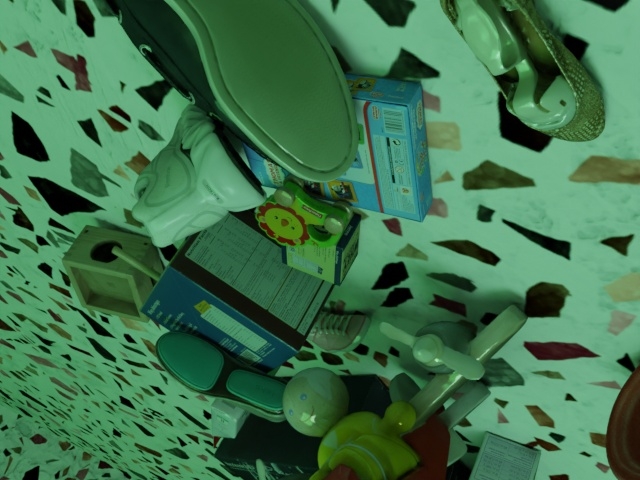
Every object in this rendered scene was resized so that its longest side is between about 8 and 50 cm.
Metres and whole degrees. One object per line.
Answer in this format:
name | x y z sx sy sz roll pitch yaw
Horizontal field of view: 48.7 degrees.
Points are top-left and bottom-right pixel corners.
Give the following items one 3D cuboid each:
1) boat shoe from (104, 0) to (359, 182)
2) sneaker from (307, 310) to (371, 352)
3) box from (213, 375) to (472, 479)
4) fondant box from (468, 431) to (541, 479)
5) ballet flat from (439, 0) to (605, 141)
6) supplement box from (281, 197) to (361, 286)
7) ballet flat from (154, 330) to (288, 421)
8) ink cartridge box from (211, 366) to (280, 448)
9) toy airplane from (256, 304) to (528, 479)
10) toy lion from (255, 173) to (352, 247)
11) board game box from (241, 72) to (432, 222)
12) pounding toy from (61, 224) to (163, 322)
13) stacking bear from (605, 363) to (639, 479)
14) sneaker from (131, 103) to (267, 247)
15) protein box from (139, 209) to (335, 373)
boat shoe | -0.102 -0.184 0.645 0.340 0.127 0.113 45 155 -13
sneaker | 0.017 0.129 1.042 0.070 0.051 0.134 33 152 -14
box | 0.040 0.411 1.287 0.343 0.179 0.312 -15 126 48
fondant box | 0.246 0.506 1.111 0.096 0.330 0.238 16 144 21
ballet flat | 0.155 -0.138 0.556 0.206 0.067 0.073 45 144 -22
supplement box | 0.000 0.000 0.876 0.083 0.056 0.083 21 146 14
ballet flat | -0.133 0.195 0.982 0.213 0.072 0.068 24 152 7
ink cartridge box | -0.117 0.260 1.207 0.056 0.181 0.225 27 147 12
toy airplane | 0.075 0.255 0.912 0.272 0.386 0.384 40 157 2
toy lion | -0.024 -0.023 0.803 0.100 0.034 0.096 29 140 2
board game box | 0.008 -0.105 0.745 0.211 0.039 0.160 14 144 24
pounding toy | -0.299 0.042 1.149 0.205 0.094 0.181 11 139 12
stacking bear | 0.473 0.240 0.743 0.288 0.175 0.164 24 146 -3
sneaker | -0.140 -0.070 0.744 0.110 0.118 0.292 52 -179 -16
protein box | -0.119 0.075 0.998 0.201 0.136 0.200 35 148 -7
